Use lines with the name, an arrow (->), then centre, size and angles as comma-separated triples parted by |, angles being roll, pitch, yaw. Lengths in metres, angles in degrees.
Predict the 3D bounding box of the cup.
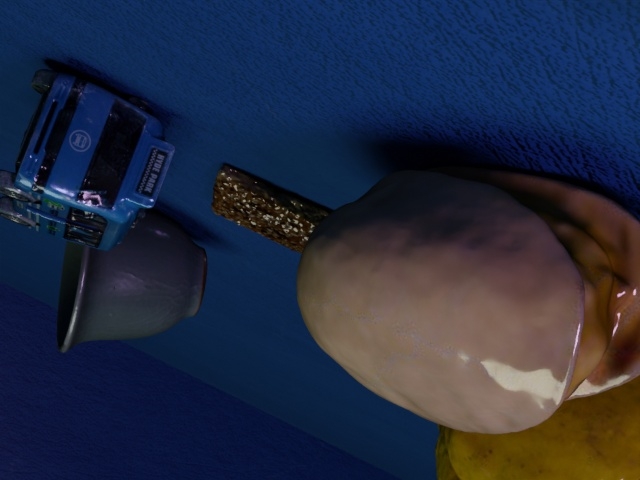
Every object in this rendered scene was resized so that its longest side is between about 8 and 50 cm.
cup -> -0.209, 0.036, 1.514 | 0.150, 0.199, 0.199 | 8, 170, -16

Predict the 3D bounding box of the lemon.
lemon -> 0.251, 0.185, 1.069 | 0.316, 0.285, 0.285 | 33, 166, 3

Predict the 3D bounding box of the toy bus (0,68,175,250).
toy bus -> -0.217, -0.064, 1.219 | 0.134, 0.113, 0.246 | 21, 168, -9

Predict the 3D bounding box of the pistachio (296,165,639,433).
pistachio -> 0.103, 0.042, 0.944 | 0.187, 0.187, 0.299 | 33, 167, -33

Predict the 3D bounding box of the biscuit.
biscuit -> 0.005, 0.000, 1.279 | 0.237, 0.026, 0.131 | 25, 168, -1
